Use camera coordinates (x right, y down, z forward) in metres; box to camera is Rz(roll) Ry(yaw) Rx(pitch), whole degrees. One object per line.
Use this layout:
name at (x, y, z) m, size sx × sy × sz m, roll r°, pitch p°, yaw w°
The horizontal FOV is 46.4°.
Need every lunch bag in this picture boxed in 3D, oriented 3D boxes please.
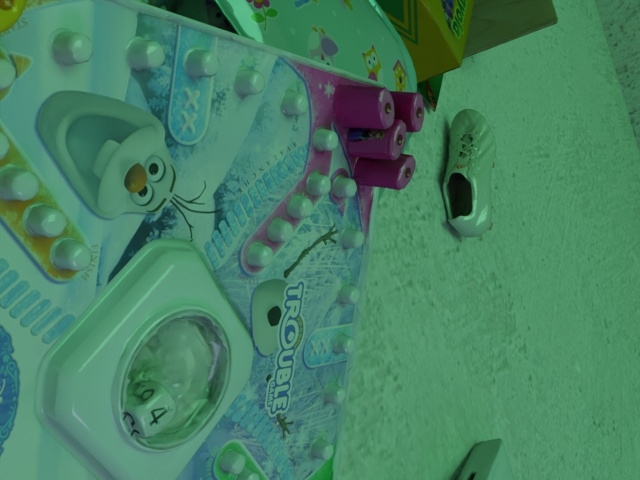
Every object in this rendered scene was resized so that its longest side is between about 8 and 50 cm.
lunch bag at (-0.031, -0.125, 0.621) m, size 0.262 × 0.160 × 0.223 m, roll 52°, pitch 38°, yaw -19°

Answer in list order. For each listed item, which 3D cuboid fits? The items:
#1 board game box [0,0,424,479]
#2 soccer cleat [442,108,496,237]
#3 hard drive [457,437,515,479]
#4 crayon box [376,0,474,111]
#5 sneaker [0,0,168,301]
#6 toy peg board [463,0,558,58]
board game box at (-0.079, 0.077, 0.413) m, size 0.389 × 0.050 × 0.390 m, roll 1°, pitch 98°, yaw -52°
soccer cleat at (0.203, -0.101, 1.030) m, size 0.076 × 0.068 × 0.196 m, roll 23°, pitch 61°, yaw -45°
hard drive at (0.216, 0.406, 0.828) m, size 0.203 × 0.040 × 0.308 m, roll -23°, pitch 96°, yaw -65°
crayon box at (0.120, -0.359, 1.006) m, size 0.318 × 0.081 × 0.202 m, roll 49°, pitch 40°, yaw -32°
sneaker at (-0.186, -0.048, 0.423) m, size 0.129 × 0.111 × 0.297 m, roll 18°, pitch 69°, yaw -5°
toy peg board at (0.272, -0.387, 1.182) m, size 0.079 × 0.161 × 0.161 m, roll -24°, pitch 96°, yaw -74°
